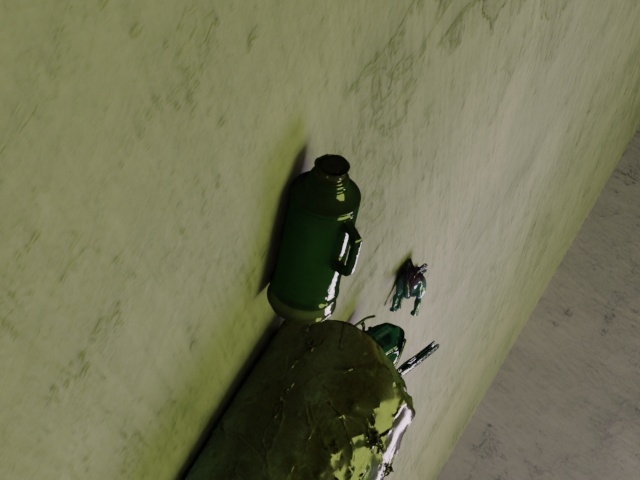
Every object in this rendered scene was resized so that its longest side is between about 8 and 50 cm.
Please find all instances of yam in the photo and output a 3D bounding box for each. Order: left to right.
[{"bbox_3d":[-0.016,0.229,1.683,0.202,0.201,0.271,72,41,-72],"label":"yam"}]

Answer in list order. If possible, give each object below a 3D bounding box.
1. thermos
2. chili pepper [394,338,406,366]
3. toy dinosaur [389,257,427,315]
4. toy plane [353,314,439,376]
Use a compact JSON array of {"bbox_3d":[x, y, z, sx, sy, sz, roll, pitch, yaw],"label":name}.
[{"bbox_3d":[-0.004,-0.002,1.492,0.083,0.073,0.187,-97,-166,-45],"label":"thermos"},{"bbox_3d":[0.068,0.220,2.231,0.052,0.050,0.201,49,59,-33],"label":"chili pepper"},{"bbox_3d":[0.130,0.067,2.176,0.197,0.045,0.080,-24,127,-79],"label":"toy dinosaur"},{"bbox_3d":[0.045,0.174,1.980,0.235,0.096,0.060,-33,150,-28],"label":"toy plane"}]
